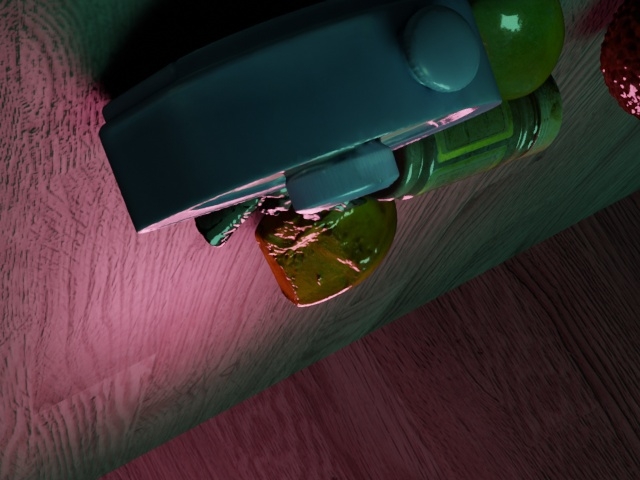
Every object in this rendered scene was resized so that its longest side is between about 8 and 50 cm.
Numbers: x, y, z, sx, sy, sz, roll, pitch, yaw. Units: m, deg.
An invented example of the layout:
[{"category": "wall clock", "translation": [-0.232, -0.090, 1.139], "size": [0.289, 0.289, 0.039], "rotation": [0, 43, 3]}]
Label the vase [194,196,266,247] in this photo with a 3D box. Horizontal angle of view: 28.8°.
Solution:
[{"category": "vase", "translation": [-0.093, -0.059, 1.691], "size": [0.167, 0.059, 0.059], "rotation": [-37, 166, 24]}]

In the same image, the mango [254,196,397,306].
[{"category": "mango", "translation": [0.000, 0.000, 1.854], "size": [0.199, 0.201, 0.350], "rotation": [1, 166, -14]}]

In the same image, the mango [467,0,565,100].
[{"category": "mango", "translation": [0.234, -0.264, 1.579], "size": [0.156, 0.114, 0.251], "rotation": [-21, 155, 2]}]

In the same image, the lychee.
[{"category": "lychee", "translation": [0.551, -0.294, 1.889], "size": [0.260, 0.261, 0.260], "rotation": [-30, 167, -8]}]

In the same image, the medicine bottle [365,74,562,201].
[{"category": "medicine bottle", "translation": [0.181, -0.159, 1.734], "size": [0.322, 0.151, 0.151], "rotation": [-20, 163, -40]}]

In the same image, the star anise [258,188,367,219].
[{"category": "star anise", "translation": [-0.028, -0.080, 1.594], "size": [0.180, 0.061, 0.204], "rotation": [-19, 140, 17]}]

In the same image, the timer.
[{"category": "timer", "translation": [0.006, -0.123, 1.234], "size": [0.394, 0.173, 0.395], "rotation": [-19, 180, 0]}]
